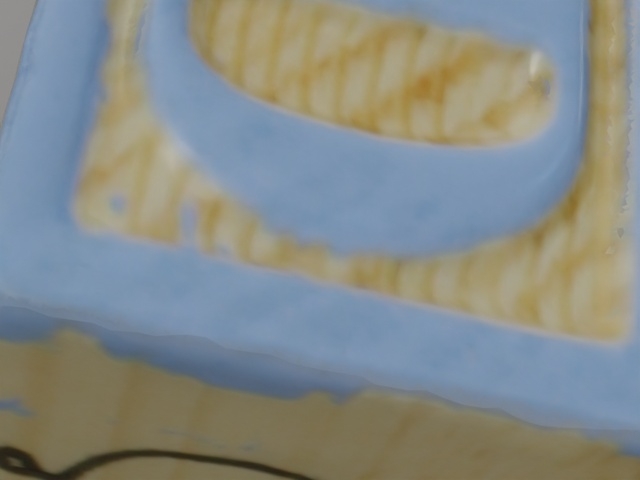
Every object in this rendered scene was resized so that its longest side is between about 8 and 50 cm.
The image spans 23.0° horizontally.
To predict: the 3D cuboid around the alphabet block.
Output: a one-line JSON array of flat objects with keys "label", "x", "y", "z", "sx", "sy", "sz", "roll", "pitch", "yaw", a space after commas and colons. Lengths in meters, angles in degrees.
[{"label": "alphabet block", "x": 0.000, "y": 0.000, "z": 0.481, "sx": 0.192, "sy": 0.193, "sz": 0.197, "roll": 13, "pitch": -32, "yaw": -5}]
